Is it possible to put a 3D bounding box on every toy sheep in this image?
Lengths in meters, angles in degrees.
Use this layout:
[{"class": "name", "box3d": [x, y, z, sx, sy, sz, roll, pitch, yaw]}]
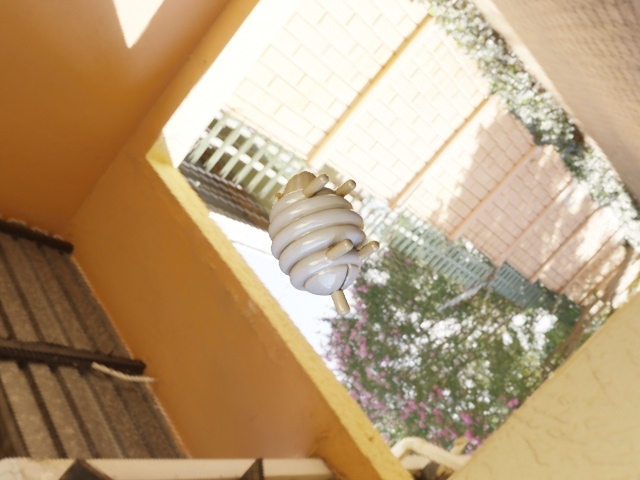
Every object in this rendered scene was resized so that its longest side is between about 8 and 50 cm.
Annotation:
[{"class": "toy sheep", "box3d": [0.000, 0.000, 0.542, 0.091, 0.091, 0.132, 24, -136, -56]}]
